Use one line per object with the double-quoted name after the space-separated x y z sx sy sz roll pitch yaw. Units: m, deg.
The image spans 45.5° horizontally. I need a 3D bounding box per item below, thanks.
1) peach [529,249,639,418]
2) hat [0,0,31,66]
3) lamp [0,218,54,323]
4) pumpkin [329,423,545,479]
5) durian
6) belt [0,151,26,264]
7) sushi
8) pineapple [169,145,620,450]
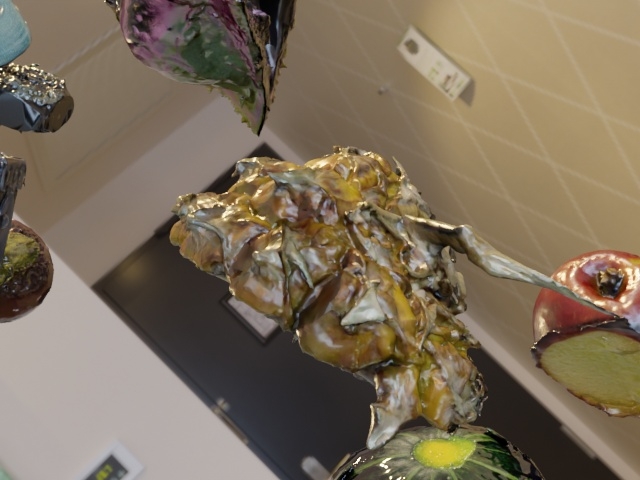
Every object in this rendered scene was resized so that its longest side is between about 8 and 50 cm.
0.502 0.150 1.269 0.258 0.361 0.201 -2 52 37 "peach"
-0.379 -0.227 0.738 0.078 0.191 0.138 -35 13 44 "hat"
-0.444 0.034 1.057 0.135 0.156 0.157 -38 43 34 "lamp"
0.144 0.381 0.933 0.296 0.296 0.296 -46 -7 -7 "pumpkin"
-0.075 -0.162 0.460 0.186 0.108 0.119 81 -158 -71 "durian"
-0.427 -0.007 0.873 0.128 0.122 0.218 -144 67 -81 "belt"
-0.302 -0.148 0.784 0.084 0.083 0.056 -68 -4 -63 "sushi"
0.003 -0.005 0.527 0.158 0.334 0.161 -48 -49 -1 "pineapple"
